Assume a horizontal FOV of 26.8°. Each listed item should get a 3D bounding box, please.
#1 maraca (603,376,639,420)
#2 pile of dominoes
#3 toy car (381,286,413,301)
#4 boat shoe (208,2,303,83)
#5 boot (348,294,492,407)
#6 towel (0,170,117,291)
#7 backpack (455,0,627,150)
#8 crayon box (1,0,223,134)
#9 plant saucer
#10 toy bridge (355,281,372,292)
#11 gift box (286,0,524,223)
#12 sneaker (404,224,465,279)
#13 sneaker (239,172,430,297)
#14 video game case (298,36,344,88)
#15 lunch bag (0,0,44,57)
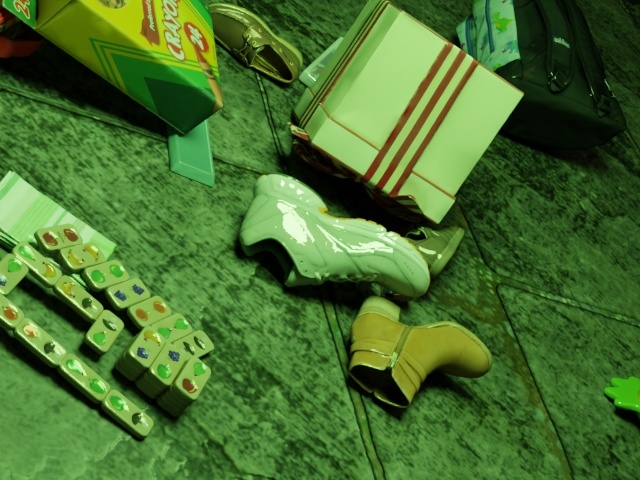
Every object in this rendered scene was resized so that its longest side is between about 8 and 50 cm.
[{"bbox_3d":[0.512,0.247,1.978,0.186,0.099,0.127,20,20,19],"label":"maraca"},{"bbox_3d":[-0.227,0.080,1.435,0.251,0.040,0.196,41,33,-8],"label":"pile of dominoes"},{"bbox_3d":[0.110,0.037,1.859,0.040,0.060,0.122,54,20,-48],"label":"toy car"},{"bbox_3d":[-0.104,-0.301,2.055,0.178,0.064,0.060,32,30,-18],"label":"boat shoe"},{"bbox_3d":[0.123,0.160,1.700,0.197,0.073,0.152,23,32,-4],"label":"boot"},{"bbox_3d":[-0.307,-0.011,1.508,0.152,0.023,0.113,34,32,-9],"label":"towel"},{"bbox_3d":[0.390,-0.346,2.491,0.290,0.273,0.355,17,59,-29],"label":"backpack"},{"bbox_3d":[-0.265,-0.299,1.732,0.318,0.081,0.202,33,35,-42],"label":"crayon box"},{"bbox_3d":[-0.179,-0.150,1.828,0.067,0.018,0.192,20,37,-28],"label":"plant saucer"},{"bbox_3d":[0.000,0.000,1.815,0.188,0.026,0.063,35,30,-7],"label":"toy bridge"},{"bbox_3d":[0.105,-0.183,1.923,0.255,0.258,0.276,32,11,-11],"label":"gift box"},{"bbox_3d":[0.158,0.000,1.918,0.071,0.066,0.188,35,14,2],"label":"sneaker"},{"bbox_3d":[0.012,0.026,1.731,0.262,0.099,0.121,27,65,-3],"label":"sneaker"},{"bbox_3d":[0.071,-0.247,2.209,0.183,0.023,0.201,39,31,-1],"label":"video game case"},{"bbox_3d":[-0.455,-0.326,1.674,0.258,0.120,0.293,41,29,-6],"label":"lunch bag"}]
